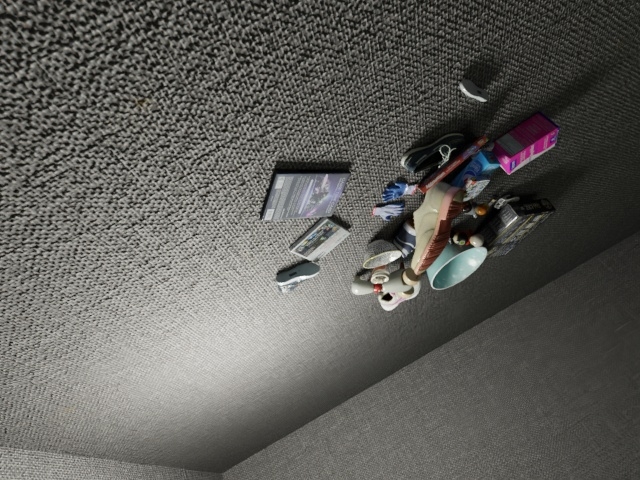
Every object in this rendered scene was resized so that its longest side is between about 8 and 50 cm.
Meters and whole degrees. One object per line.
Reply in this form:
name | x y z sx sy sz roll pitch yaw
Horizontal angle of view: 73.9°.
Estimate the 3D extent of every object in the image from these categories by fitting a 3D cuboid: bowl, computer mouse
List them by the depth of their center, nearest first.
bowl | 0.249 0.047 1.799 0.170 0.080 0.170 -15 158 -6
computer mouse | 0.856 -0.184 2.017 0.193 0.042 0.106 -9 142 -24
bowl | 0.630 0.081 2.072 0.312 0.163 0.311 -20 144 -15

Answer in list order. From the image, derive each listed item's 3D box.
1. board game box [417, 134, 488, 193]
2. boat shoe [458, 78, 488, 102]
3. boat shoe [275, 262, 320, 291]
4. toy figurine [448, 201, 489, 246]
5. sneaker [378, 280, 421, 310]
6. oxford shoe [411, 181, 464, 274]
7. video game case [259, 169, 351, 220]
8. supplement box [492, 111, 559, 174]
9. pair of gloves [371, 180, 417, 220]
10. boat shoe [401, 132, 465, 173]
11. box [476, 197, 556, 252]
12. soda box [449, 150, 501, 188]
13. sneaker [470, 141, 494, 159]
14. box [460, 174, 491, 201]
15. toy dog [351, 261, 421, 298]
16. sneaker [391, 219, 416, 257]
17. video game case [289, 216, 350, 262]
board game box | 0.476 -0.277 1.554 0.281 0.027 0.145 -41 180 13
boat shoe | 0.485 -0.474 1.366 0.142 0.049 0.040 9 168 -37
boat shoe | -0.089 0.149 1.708 0.184 0.065 0.083 -17 145 -9
toy figurine | 0.604 -0.076 1.801 0.213 0.148 0.209 6 97 -40
sneaker | 0.405 0.266 2.190 0.252 0.103 0.111 -40 146 12
oxford shoe | 0.439 -0.051 1.716 0.141 0.147 0.396 -8 124 -48
video game case | -0.049 -0.148 1.391 0.275 0.026 0.196 -7 139 -32
supplement box | 0.796 -0.379 1.663 0.220 0.113 0.111 -32 147 5
pair of gloves | 0.284 -0.149 1.644 0.160 0.023 0.198 -7 139 -30
boat shoe | 0.409 -0.303 1.493 0.255 0.079 0.095 -20 143 -16
box | 0.958 -0.045 2.186 0.319 0.097 0.394 -10 149 -31
soda box | 0.601 -0.255 1.676 0.071 0.067 0.210 -6 149 -31
sneaker | 0.615 -0.355 1.620 0.098 0.038 0.069 -36 146 7
box | 0.588 -0.201 1.660 0.094 0.027 0.137 -9 152 -20
toy dog | 0.307 0.168 1.990 0.334 0.160 0.220 13 135 -30
sneaker | 0.431 0.008 1.883 0.282 0.099 0.153 15 121 -38
video game case | 0.000 0.000 1.619 0.190 0.022 0.173 -41 145 16
